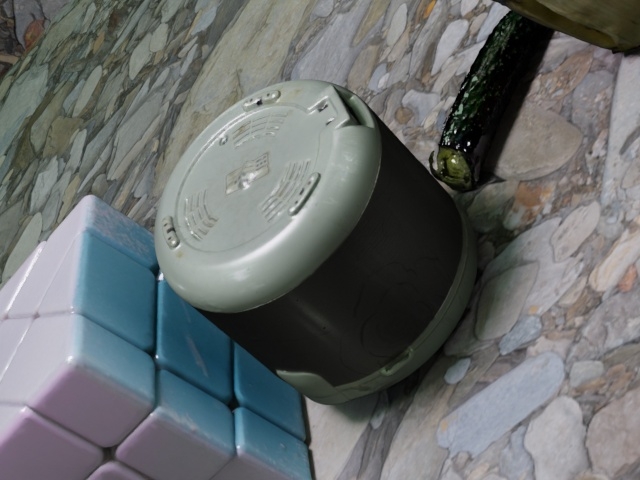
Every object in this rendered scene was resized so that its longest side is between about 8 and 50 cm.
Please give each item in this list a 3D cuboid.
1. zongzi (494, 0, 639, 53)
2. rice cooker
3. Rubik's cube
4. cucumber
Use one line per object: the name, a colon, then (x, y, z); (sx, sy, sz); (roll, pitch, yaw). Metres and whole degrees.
zongzi: (0.173, -0.376, 1.519); (0.356, 0.393, 0.174); (-88, 17, -57)
rice cooker: (0.000, 0.002, 1.474); (0.288, 0.277, 0.288); (-23, 47, 26)
Rubik's cube: (-0.233, 0.204, 1.599); (0.319, 0.316, 0.321); (-46, 25, 22)
cucumber: (0.190, -0.174, 1.599); (0.067, 0.067, 0.245); (-8, 54, 59)
